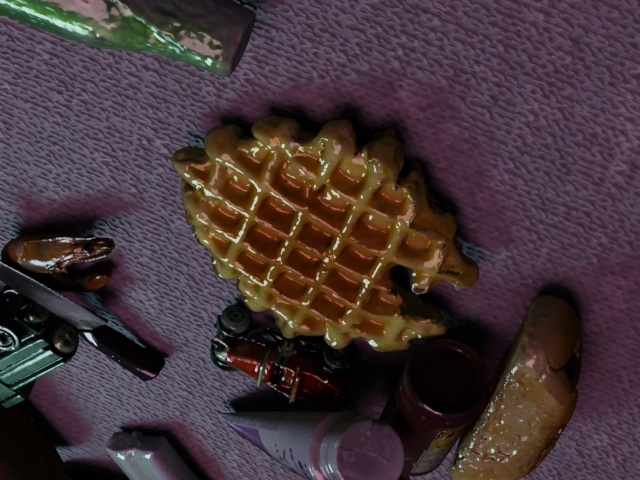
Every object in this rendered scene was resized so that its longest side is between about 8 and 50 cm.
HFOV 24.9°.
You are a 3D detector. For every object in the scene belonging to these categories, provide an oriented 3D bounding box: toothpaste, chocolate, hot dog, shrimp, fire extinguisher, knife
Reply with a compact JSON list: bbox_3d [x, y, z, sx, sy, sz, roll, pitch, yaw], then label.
[{"bbox_3d":[-0.011,0.196,1.370,0.114,0.073,0.299,32,165,-16],"label":"toothpaste"},{"bbox_3d":[-0.191,-0.200,1.080,0.291,0.110,0.110,22,140,-1],"label":"chocolate"},{"bbox_3d":[0.179,0.142,1.266,0.073,0.084,0.242,20,139,1],"label":"hot dog"},{"bbox_3d":[-0.239,0.027,1.377,0.162,0.045,0.095,-7,131,40],"label":"shrimp"},{"bbox_3d":[0.079,0.162,1.344,0.106,0.075,0.252,43,155,13],"label":"fire extinguisher"},{"bbox_3d":[-0.242,0.069,1.412,0.230,0.028,0.060,36,152,-24],"label":"knife"}]

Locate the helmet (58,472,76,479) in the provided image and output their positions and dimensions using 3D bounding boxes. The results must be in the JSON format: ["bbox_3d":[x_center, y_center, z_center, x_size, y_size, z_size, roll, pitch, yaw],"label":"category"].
[{"bbox_3d":[-0.289,0.422,1.712,0.225,0.177,0.305,26,143,4],"label":"helmet"}]

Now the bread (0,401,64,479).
[{"bbox_3d":[-0.504,0.242,1.693,0.416,0.113,0.165,-7,131,31],"label":"bread"}]

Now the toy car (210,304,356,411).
[{"bbox_3d":[-0.037,0.115,1.366,0.143,0.054,0.073,20,138,5],"label":"toy car"}]

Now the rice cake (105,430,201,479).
[{"bbox_3d":[-0.151,0.292,1.621,0.080,0.042,0.222,-6,131,38],"label":"rice cake"}]

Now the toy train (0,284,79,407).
[{"bbox_3d":[-0.316,0.108,1.492,0.111,0.071,0.170,37,138,-27],"label":"toy train"}]

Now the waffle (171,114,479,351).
[{"bbox_3d":[-0.001,0.002,1.229,0.250,0.056,0.261,-7,132,32],"label":"waffle"}]
